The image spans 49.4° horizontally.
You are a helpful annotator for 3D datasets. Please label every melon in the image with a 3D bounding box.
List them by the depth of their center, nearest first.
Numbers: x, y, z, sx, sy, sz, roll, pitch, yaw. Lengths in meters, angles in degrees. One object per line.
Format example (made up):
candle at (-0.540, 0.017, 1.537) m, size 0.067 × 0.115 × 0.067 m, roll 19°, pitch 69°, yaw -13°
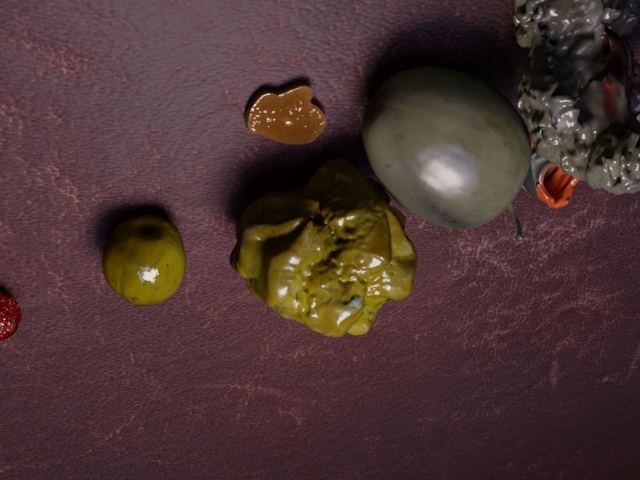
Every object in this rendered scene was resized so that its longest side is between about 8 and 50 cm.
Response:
melon at (0.213, -0.154, 1.166) m, size 0.271 × 0.272 × 0.308 m, roll -37°, pitch 142°, yaw 16°

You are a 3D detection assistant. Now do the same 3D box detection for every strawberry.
strawberry at (-0.595, 0.131, 1.256) m, size 0.106 × 0.106 × 0.106 m, roll -10°, pitch 134°, yaw -11°

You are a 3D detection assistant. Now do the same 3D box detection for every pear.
pear at (-0.313, 0.038, 1.234) m, size 0.148 × 0.149 × 0.162 m, roll 4°, pitch 123°, yaw -23°

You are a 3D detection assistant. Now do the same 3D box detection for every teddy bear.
teddy bear at (0.409, -0.289, 1.059) m, size 0.357 × 0.224 × 0.368 m, roll -44°, pitch 119°, yaw -37°

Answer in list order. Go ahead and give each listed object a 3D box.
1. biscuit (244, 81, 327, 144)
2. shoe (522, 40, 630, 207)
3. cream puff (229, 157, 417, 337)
biscuit at (-0.052, -0.217, 1.174) m, size 0.140 × 0.023 × 0.118 m, roll 18°, pitch 123°, yaw -31°
shoe at (0.479, -0.194, 1.280) m, size 0.132 × 0.171 × 0.336 m, roll 4°, pitch 131°, yaw -22°
cream puff at (-0.008, -0.004, 1.204) m, size 0.274 × 0.323 × 0.270 m, roll 5°, pitch 117°, yaw -36°
